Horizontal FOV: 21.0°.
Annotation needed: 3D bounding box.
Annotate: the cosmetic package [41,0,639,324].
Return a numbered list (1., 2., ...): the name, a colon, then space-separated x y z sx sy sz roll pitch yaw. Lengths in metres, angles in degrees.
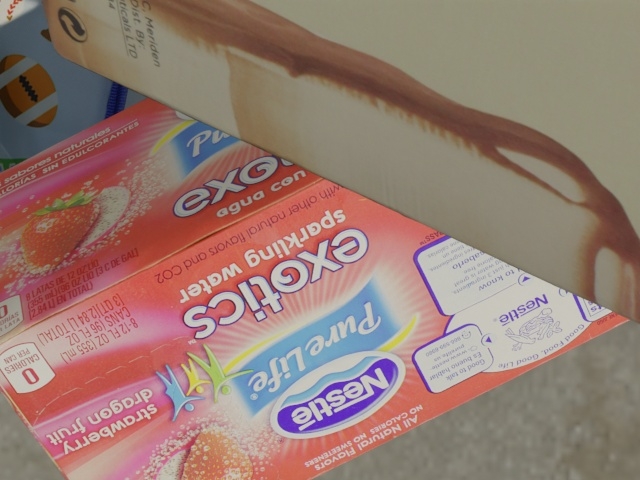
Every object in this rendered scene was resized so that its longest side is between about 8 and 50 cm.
1. cosmetic package: 0.056 -0.096 0.549 0.296 0.153 0.129 27 141 32

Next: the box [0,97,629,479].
1. box: 0.000 0.000 0.809 0.300 0.142 0.154 -28 124 2

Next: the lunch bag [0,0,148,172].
1. lunch bag: -0.198 -0.146 1.320 0.238 0.386 0.328 12 173 7
